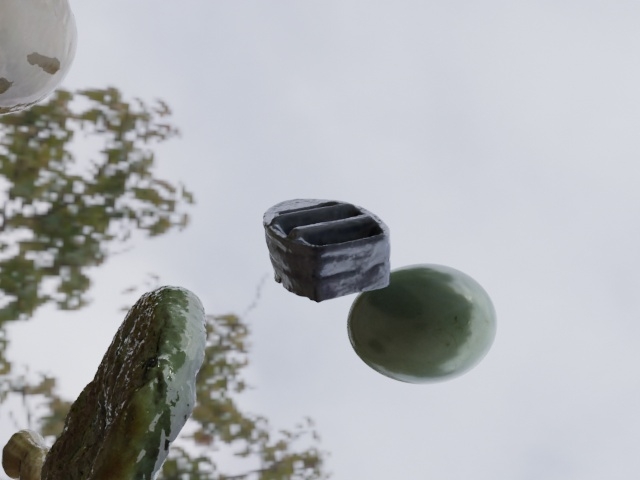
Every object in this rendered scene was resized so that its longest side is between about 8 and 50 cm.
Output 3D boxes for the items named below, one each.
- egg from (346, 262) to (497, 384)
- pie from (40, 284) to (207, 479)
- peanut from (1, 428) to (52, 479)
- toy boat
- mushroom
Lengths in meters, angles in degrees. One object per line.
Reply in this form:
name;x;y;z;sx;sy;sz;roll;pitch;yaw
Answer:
egg;0.123;0.103;1.685;0.192;0.149;0.149;-1;-93;26
pie;-0.145;0.139;0.969;0.240;0.054;0.240;-57;-162;31
peanut;-0.448;0.352;2.140;0.187;0.082;0.082;25;-75;55
toy boat;0.000;0.000;1.604;0.283;0.127;0.078;-145;-137;-71
mushroom;-0.375;-0.291;1.443;0.297;0.297;0.290;17;-107;42
